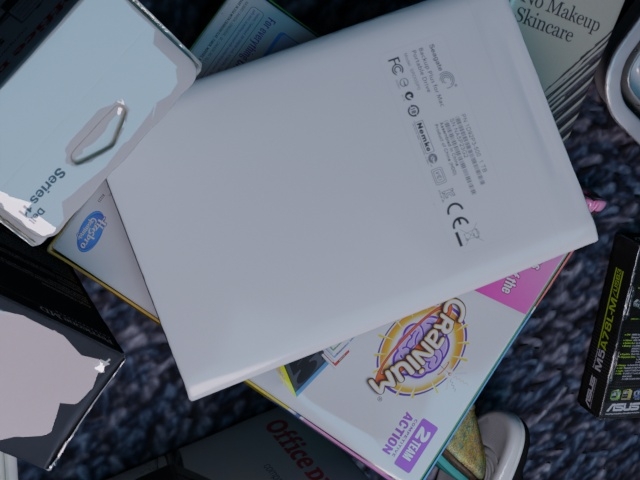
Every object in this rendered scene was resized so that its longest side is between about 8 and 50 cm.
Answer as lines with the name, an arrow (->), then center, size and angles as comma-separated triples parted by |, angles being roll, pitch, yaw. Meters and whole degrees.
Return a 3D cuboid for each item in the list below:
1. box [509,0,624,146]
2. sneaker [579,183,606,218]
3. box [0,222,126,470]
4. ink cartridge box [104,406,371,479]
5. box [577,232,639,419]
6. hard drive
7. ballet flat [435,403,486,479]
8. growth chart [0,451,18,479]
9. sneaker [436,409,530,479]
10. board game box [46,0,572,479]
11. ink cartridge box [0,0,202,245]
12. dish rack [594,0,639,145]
box -> 0.138, -0.102, 1.020 | 0.113, 0.094, 0.275 | 13, 104, -28
sneaker -> 0.200, -0.023, 1.115 | 0.119, 0.047, 0.057 | 6, 118, -26
box -> -0.281, 0.026, 0.817 | 0.261, 0.184, 0.103 | 31, 94, -31
ink cartridge box -> -0.100, 0.276, 0.977 | 0.308, 0.223, 0.129 | -21, 115, -17
box -> 0.360, 0.084, 1.231 | 0.191, 0.045, 0.184 | 0, 107, -25
hard drive -> 0.017, -0.039, 0.864 | 0.308, 0.040, 0.203 | -21, 90, -9
ballet flat -> 0.044, 0.092, 1.042 | 0.348, 0.123, 0.123 | 35, 92, -30
growth chart -> -0.300, 0.149, 0.872 | 0.237, 0.021, 0.171 | 11, 73, -54
sneaker -> 0.170, 0.259, 1.194 | 0.121, 0.079, 0.216 | 11, 112, -32
board game box -> 0.000, 0.000, 0.913 | 0.317, 0.064, 0.242 | 36, 82, -5
ink cartridge box -> -0.182, -0.105, 0.798 | 0.153, 0.208, 0.087 | -48, 121, -2
dish rack -> 0.407, -0.165, 1.140 | 0.333, 0.072, 0.285 | 36, 92, -32
